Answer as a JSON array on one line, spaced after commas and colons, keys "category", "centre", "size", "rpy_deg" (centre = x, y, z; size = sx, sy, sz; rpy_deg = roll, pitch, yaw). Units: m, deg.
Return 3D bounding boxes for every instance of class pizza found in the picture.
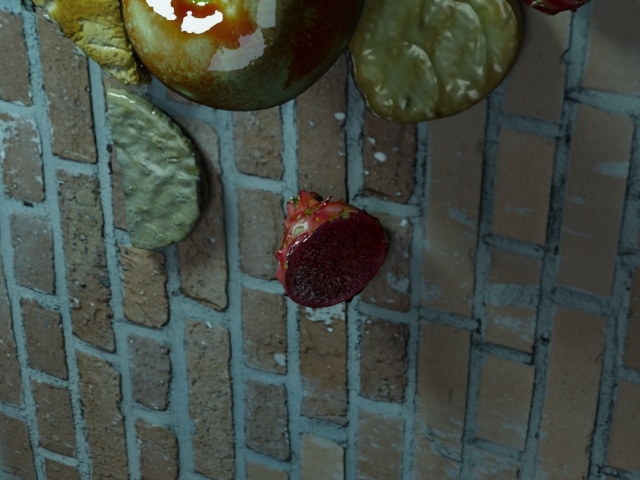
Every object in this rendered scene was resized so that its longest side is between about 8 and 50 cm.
[{"category": "pizza", "centre": [-0.250, -0.270, 2.004], "size": [0.154, 0.069, 0.194], "rpy_deg": [-8, 128, 33]}]

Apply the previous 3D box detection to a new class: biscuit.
[{"category": "biscuit", "centre": [-0.204, -0.082, 2.152], "size": [0.133, 0.032, 0.250], "rpy_deg": [12, 130, 21]}, {"category": "biscuit", "centre": [0.115, -0.228, 1.856], "size": [0.203, 0.041, 0.260], "rpy_deg": [30, 135, 0]}]

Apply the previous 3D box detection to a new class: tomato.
[{"category": "tomato", "centre": [-0.074, -0.274, 1.786], "size": [0.270, 0.222, 0.270], "rpy_deg": [4, 98, 28]}]

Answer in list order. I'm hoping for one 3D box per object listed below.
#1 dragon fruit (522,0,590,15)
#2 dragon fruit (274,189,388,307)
[{"category": "dragon fruit", "centre": [0.260, -0.301, 1.680], "size": [0.094, 0.094, 0.190], "rpy_deg": [37, 128, -3]}, {"category": "dragon fruit", "centre": [0.000, 0.000, 2.069], "size": [0.111, 0.153, 0.153], "rpy_deg": [-123, 28, -43]}]
